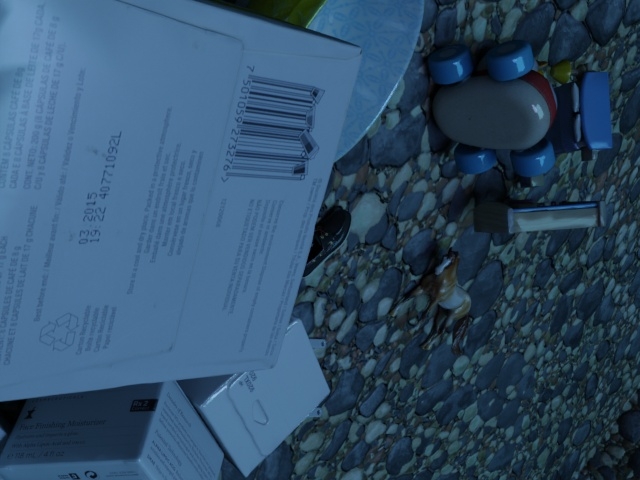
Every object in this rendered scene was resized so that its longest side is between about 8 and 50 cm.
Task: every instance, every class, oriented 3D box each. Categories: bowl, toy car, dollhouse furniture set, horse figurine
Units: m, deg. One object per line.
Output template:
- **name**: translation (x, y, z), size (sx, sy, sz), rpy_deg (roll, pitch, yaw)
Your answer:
- **bowl**: translation (-0.021, -0.238, 0.954), size (0.289, 0.156, 0.289), rpy_deg (-44, 157, -24)
- **toy car**: translation (0.329, -0.265, 1.347), size (0.238, 0.210, 0.219), rpy_deg (-48, 128, -34)
- **dollhouse furniture set**: translation (0.386, -0.172, 1.502), size (0.198, 0.286, 0.304), rpy_deg (-3, 93, -15)
- **horse figurine**: translation (0.244, 0.132, 1.576), size (0.174, 0.066, 0.263), rpy_deg (-49, 137, -5)

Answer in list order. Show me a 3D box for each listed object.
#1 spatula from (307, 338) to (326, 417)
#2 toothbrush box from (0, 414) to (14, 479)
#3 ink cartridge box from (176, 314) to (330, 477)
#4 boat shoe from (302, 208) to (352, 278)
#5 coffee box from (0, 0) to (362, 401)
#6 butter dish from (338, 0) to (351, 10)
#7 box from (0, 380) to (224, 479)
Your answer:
- **spatula**: translation (-0.072, 0.230, 1.299), size (0.242, 0.019, 0.168), rpy_deg (13, 76, -51)
- **toothbrush box**: translation (-0.442, 0.296, 0.905), size (0.216, 0.126, 0.296), rpy_deg (-43, 136, -22)
- **ink cartridge box**: translation (-0.136, 0.160, 1.061), size (0.168, 0.232, 0.171), rpy_deg (-42, 137, -22)
- **boat shoe**: translation (0.001, 0.001, 1.256), size (0.133, 0.049, 0.042), rpy_deg (-49, 147, -7)
- **coffee box**: translation (-0.224, -0.087, 0.747), size (0.338, 0.334, 0.338), rpy_deg (1, 112, -45)
- **butter dish**: translation (0.044, -0.364, 1.036), size (0.160, 0.118, 0.160), rpy_deg (-50, 140, -13)
- **box**: translation (-0.234, 0.254, 0.908), size (0.119, 0.180, 0.182), rpy_deg (-81, 157, -46)
